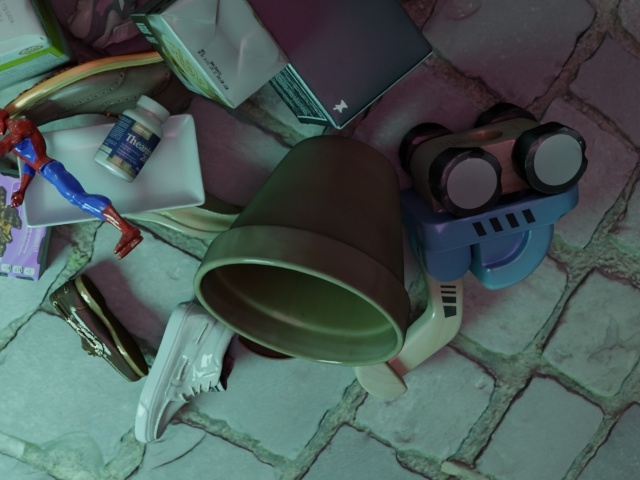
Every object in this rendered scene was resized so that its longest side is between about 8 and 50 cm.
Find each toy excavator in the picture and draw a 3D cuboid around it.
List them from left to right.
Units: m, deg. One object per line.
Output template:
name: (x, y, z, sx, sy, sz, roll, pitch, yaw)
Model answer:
toy excavator: (0.235, 0.032, 1.208, 0.432, 0.222, 0.445, -15, 112, -6)

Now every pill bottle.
pill bottle: (-0.275, -0.151, 1.033, 0.067, 0.067, 0.120, 33, 83, -15)

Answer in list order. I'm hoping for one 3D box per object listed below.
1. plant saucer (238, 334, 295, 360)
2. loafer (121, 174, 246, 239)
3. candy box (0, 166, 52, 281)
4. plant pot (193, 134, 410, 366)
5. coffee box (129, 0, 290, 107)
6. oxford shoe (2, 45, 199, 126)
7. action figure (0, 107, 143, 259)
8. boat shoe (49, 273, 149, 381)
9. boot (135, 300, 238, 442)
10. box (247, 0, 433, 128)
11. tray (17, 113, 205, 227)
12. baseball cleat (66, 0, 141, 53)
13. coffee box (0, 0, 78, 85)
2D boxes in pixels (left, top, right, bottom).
plant saucer: (-0.068, 0.113, 1.241, 0.198, 0.036, 0.199, -2, 101, -11)
loafer: (-0.233, -0.068, 1.140, 0.268, 0.102, 0.092, 11, 105, -12)
candy box: (-0.529, -0.035, 1.106, 0.196, 0.070, 0.165, 10, 99, -13)
plant pot: (0.000, 0.000, 1.087, 0.323, 0.323, 0.280, 25, 61, -14)
coffee box: (-0.155, -0.271, 0.931, 0.098, 0.246, 0.141, -41, 119, -7)
oxford shoe: (-0.303, -0.225, 1.085, 0.363, 0.130, 0.133, -20, 110, -6)
action figure: (-0.401, -0.066, 1.002, 0.139, 0.091, 0.280, -42, 89, -16)
boat shoe: (-0.371, 0.157, 1.178, 0.073, 0.073, 0.207, -33, 98, -1)
boot: (-0.222, 0.241, 1.193, 0.123, 0.095, 0.258, 20, 96, 9)
box: (-0.024, -0.332, 1.026, 0.182, 0.294, 0.296, -39, 106, -1)
tray: (-0.319, -0.106, 1.075, 0.270, 0.030, 0.145, -8, 86, -5)
baseball cleat: (-0.303, -0.388, 1.088, 0.109, 0.072, 0.206, 34, 98, -29)
coffee box: (-0.559, -0.342, 0.903, 0.338, 0.334, 0.338, -23, 103, -7)
